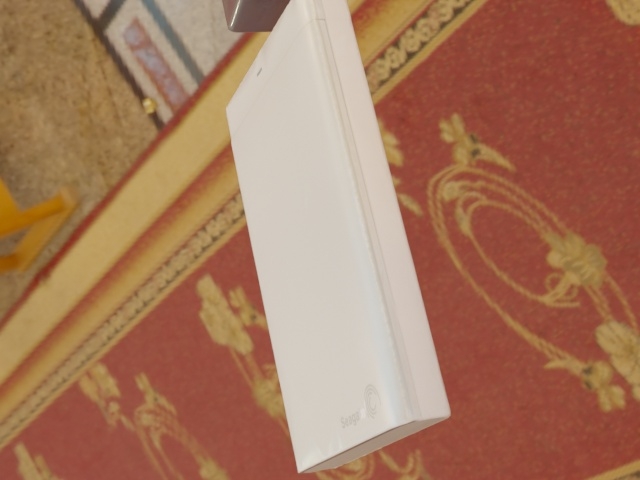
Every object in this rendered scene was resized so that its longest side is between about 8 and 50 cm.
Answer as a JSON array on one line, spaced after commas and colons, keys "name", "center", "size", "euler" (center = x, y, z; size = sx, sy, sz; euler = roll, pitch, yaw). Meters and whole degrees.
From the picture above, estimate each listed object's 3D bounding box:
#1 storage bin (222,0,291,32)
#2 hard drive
[{"name": "storage bin", "center": [-0.040, -0.232, 0.862], "size": [0.135, 0.098, 0.091], "euler": [132, 131, -68]}, {"name": "hard drive", "center": [0.000, 0.000, 0.776], "size": [0.203, 0.040, 0.308], "euler": [135, 126, -60]}]
